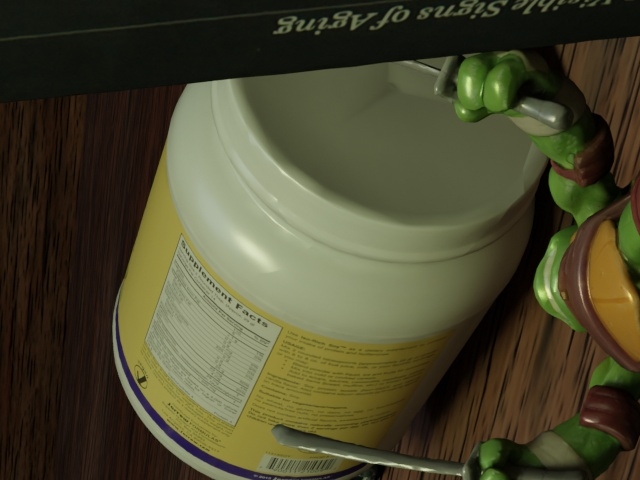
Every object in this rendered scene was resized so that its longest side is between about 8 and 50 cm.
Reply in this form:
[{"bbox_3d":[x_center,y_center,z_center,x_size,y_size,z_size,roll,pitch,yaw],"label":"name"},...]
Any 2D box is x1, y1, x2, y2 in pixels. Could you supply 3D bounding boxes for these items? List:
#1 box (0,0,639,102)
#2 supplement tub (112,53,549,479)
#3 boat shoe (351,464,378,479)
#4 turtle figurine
[{"bbox_3d":[0.018,-0.290,0.471,0.472,0.480,0.297,103,157,-63],"label":"box"},{"bbox_3d":[0.000,0.000,1.032,0.331,0.241,0.241,116,148,-52],"label":"supplement tub"},{"bbox_3d":[-0.004,0.182,1.318,0.183,0.065,0.083,133,134,-63],"label":"boat shoe"},{"bbox_3d":[0.094,0.026,0.652,0.198,0.274,0.266,-68,14,-6],"label":"turtle figurine"}]
